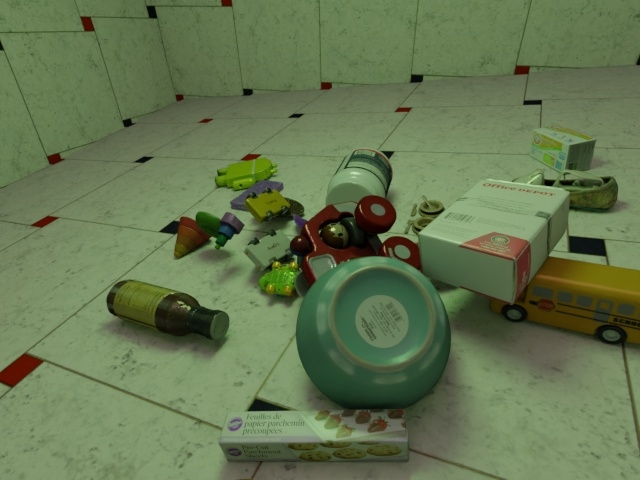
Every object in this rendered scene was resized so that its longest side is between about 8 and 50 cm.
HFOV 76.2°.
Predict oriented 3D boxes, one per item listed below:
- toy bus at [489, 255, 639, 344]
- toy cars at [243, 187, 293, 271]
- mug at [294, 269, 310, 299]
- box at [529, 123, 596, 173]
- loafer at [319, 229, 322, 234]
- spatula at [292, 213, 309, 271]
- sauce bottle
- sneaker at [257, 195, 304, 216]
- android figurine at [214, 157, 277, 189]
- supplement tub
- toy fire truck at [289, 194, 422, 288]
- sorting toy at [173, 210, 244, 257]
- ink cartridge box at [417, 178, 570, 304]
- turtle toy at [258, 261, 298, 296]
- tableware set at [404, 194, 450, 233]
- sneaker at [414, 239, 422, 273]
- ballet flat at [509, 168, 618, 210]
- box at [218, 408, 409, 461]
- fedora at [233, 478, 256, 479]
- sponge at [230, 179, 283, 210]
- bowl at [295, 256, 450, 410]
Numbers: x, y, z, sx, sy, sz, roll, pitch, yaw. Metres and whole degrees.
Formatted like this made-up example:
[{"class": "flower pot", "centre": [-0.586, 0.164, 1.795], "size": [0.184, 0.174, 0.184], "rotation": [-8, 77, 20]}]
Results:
[{"class": "toy bus", "centre": [0.541, 0.118, 0.854], "size": [0.333, 0.130, 0.108], "rotation": [11, 37, 28]}, {"class": "toy cars", "centre": [-0.172, -0.031, 1.273], "size": [0.176, 0.087, 0.393], "rotation": [25, 34, -30]}, {"class": "mug", "centre": [0.029, 0.090, 1.084], "size": [0.150, 0.113, 0.169], "rotation": [42, 37, -4]}, {"class": "box", "centre": [0.877, -0.338, 1.491], "size": [0.103, 0.114, 0.203], "rotation": [-12, 31, -4]}, {"class": "loafer", "centre": [0.000, 0.000, 1.277], "size": [0.045, 0.039, 0.125], "rotation": [24, 36, -9]}, {"class": "spatula", "centre": [-0.053, 0.006, 1.270], "size": [0.084, 0.030, 0.296], "rotation": [25, 34, -18]}, {"class": "sauce bottle", "centre": [-0.384, 0.179, 1.030], "size": [0.345, 0.111, 0.111], "rotation": [10, 37, 25]}, {"class": "sneaker", "centre": [-0.159, -0.114, 1.460], "size": [0.192, 0.086, 0.064], "rotation": [8, 73, -14]}, {"class": "android figurine", "centre": [-0.324, -0.300, 1.804], "size": [0.273, 0.056, 0.248], "rotation": [-11, 32, -1]}, {"class": "supplement tub", "centre": [0.132, -0.181, 1.372], "size": [0.191, 0.191, 0.272], "rotation": [2, 34, 18]}, {"class": "toy fire truck", "centre": [0.069, 0.036, 0.963], "size": [0.254, 0.169, 0.302], "rotation": [-12, 59, -27]}, {"class": "sorting toy", "centre": [-0.366, -0.003, 1.259], "size": [0.366, 0.127, 0.126], "rotation": [-4, 51, 50]}, {"class": "ink cartridge box", "centre": [0.378, -0.014, 0.883], "size": [0.207, 0.117, 0.283], "rotation": [18, 43, 43]}, {"class": "turtle toy", "centre": [-0.109, 0.111, 1.097], "size": [0.130, 0.066, 0.095], "rotation": [0, 57, 20]}, {"class": "tableware set", "centre": [0.347, -0.082, 1.302], "size": [0.128, 0.039, 0.194], "rotation": [5, 35, 22]}, {"class": "sneaker", "centre": [0.352, 0.028, 1.073], "size": [0.299, 0.120, 0.112], "rotation": [-12, -1, -19]}, {"class": "ballet flat", "centre": [0.715, -0.166, 1.266], "size": [0.349, 0.123, 0.123], "rotation": [7, 36, 25]}, {"class": "box", "centre": [-0.010, 0.342, 0.715], "size": [0.324, 0.067, 0.063], "rotation": [-4, 33, 8]}, {"class": "fedora", "centre": [-0.147, 0.432, 0.597], "size": [0.194, 0.079, 0.194], "rotation": [-7, 33, 5]}, {"class": "sponge", "centre": [-0.250, -0.181, 1.623], "size": [0.117, 0.031, 0.210], "rotation": [11, 37, 29]}, {"class": "bowl", "centre": [0.104, 0.152, 0.750], "size": [0.312, 0.163, 0.311], "rotation": [0, 67, 1]}]
